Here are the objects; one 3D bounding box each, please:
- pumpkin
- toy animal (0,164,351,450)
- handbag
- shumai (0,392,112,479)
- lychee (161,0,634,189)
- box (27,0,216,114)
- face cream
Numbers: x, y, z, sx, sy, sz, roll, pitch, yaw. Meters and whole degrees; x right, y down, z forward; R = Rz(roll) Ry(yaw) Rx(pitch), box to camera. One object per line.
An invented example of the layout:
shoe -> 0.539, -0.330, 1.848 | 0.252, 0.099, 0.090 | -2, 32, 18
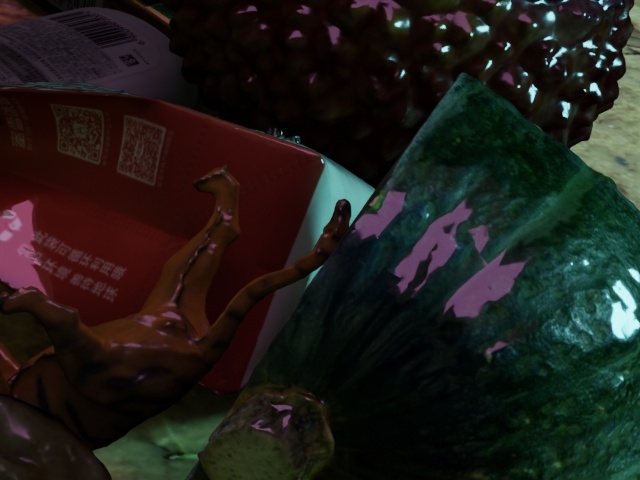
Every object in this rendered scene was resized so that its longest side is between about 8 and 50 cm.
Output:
pumpkin -> 0.062, 0.097, 0.868 | 0.197, 0.293, 0.263 | 32, 23, 6
toy animal -> -0.094, 0.052, 0.917 | 0.255, 0.116, 0.114 | -26, 9, 16
handbag -> -0.131, -0.026, 1.074 | 0.298, 0.151, 0.171 | 22, 0, 14
shumai -> -0.216, 0.163, 0.809 | 0.256, 0.189, 0.218 | 17, 46, -21
lychee -> 0.059, -0.164, 1.274 | 0.330, 0.306, 0.306 | -15, 40, -30
box -> -0.117, -0.193, 1.481 | 0.240, 0.071, 0.159 | 35, 36, 32
face cream -> -0.228, -0.097, 1.286 | 0.144, 0.071, 0.291 | 32, 36, 32
